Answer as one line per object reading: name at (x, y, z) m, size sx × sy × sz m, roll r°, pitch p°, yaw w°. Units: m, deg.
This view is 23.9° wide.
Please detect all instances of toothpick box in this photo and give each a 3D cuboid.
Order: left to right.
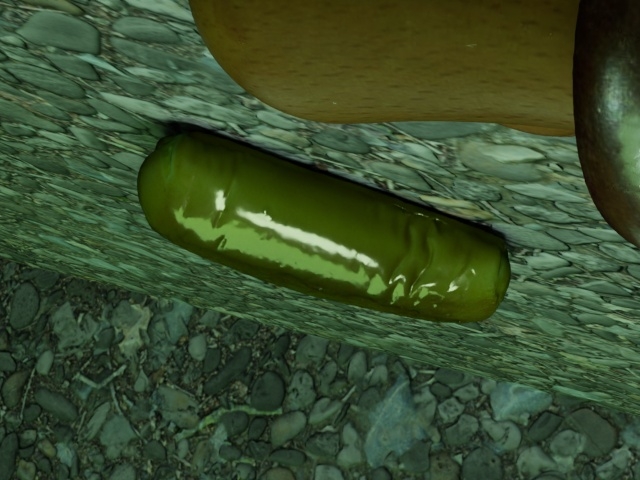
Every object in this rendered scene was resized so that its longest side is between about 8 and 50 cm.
toothpick box at (0.092, -0.103, 0.618) m, size 0.294 × 0.192 × 0.192 m, roll 16°, pitch 171°, yaw 38°

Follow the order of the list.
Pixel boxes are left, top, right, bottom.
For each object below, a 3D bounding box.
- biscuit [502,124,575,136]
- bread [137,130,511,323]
biscuit at (0.138, -0.097, 1.021) m, size 0.102 × 0.019 × 0.130 m, roll 14°, pitch 169°, yaw 12°
bread at (0.000, 0.000, 1.501) m, size 0.384 × 0.112 × 0.166 m, roll 19°, pitch 169°, yaw -10°
